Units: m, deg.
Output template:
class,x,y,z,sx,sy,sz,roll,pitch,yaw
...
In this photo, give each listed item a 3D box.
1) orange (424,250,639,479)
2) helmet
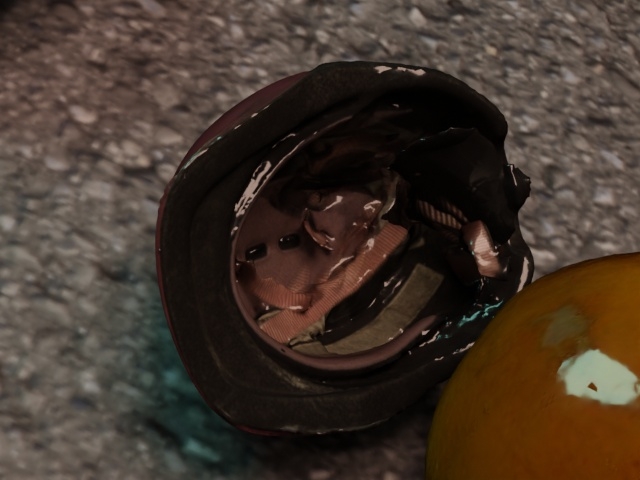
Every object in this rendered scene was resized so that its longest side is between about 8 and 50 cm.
class,x,y,z,sx,sy,sz,roll,pitch,yaw
orange,0.185,0.127,0.805,0.261,0.261,0.261,14,48,-16
helmet,0.000,0.000,0.878,0.253,0.154,0.198,-18,100,-26
